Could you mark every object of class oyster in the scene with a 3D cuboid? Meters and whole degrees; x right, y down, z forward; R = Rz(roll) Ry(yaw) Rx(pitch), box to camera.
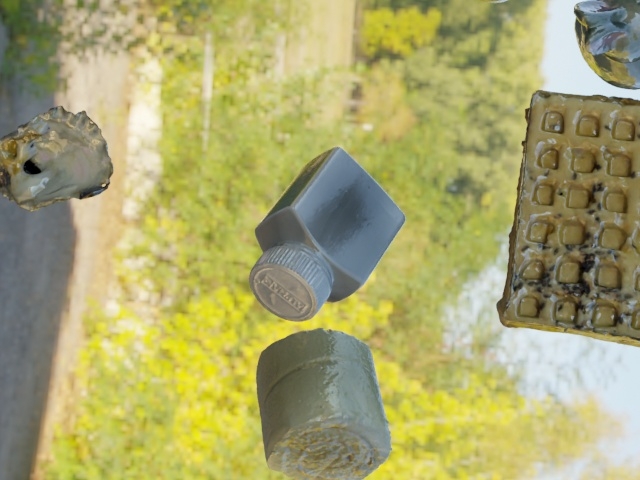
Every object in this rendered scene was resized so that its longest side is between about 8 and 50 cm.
[{"bbox_3d":[-0.273,-0.075,1.274,0.146,0.122,0.045,-58,164,21],"label":"oyster"}]

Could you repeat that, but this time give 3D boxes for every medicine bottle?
[{"bbox_3d":[0.000,0.000,1.439,0.088,0.132,0.188,-29,-162,47],"label":"medicine bottle"}]

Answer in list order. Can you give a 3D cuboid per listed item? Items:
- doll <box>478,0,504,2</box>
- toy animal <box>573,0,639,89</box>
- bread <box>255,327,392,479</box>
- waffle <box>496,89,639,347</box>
[{"bbox_3d":[0.160,-0.566,2.064,0.382,0.379,0.252,-12,129,-54],"label":"doll"},{"bbox_3d":[0.328,-0.221,1.330,0.236,0.108,0.138,-47,119,-76],"label":"toy animal"},{"bbox_3d":[0.003,0.197,1.486,0.134,0.148,0.141,-56,-149,38],"label":"bread"},{"bbox_3d":[0.416,-0.033,1.909,0.114,0.261,0.376,50,51,-78],"label":"waffle"}]
